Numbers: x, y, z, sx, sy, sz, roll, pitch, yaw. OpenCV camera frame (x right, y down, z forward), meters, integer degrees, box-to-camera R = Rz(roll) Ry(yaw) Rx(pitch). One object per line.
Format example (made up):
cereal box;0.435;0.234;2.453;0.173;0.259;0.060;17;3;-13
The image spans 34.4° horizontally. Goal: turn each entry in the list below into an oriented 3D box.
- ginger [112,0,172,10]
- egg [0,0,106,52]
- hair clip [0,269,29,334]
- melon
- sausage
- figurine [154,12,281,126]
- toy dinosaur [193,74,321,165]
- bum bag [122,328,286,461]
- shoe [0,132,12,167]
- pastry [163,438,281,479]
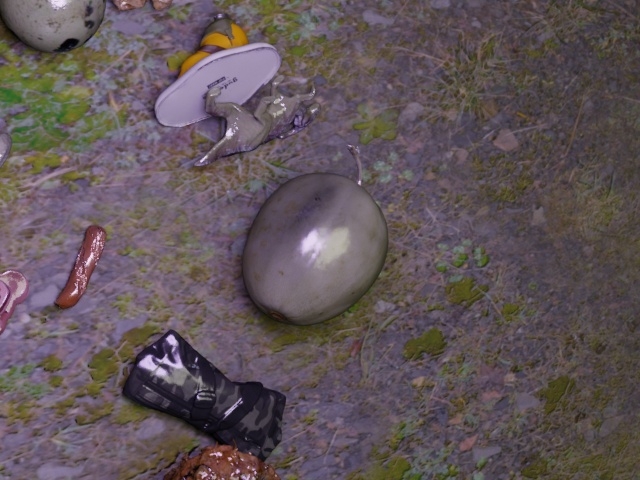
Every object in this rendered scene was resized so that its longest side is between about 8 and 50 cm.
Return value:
ginger;-0.357;-0.475;1.831;0.213;0.074;0.137;1;78;-36
egg;-0.448;-0.422;1.712;0.177;0.177;0.228;-7;78;-32
hair clip;-0.566;0.085;1.702;0.138;0.102;0.123;21;73;4
melon;-0.010;0.011;1.927;0.308;0.272;0.271;-32;105;-17
sausage;-0.413;0.048;1.797;0.036;0.042;0.157;61;50;-68
figurine;-0.212;-0.328;1.899;0.250;0.166;0.141;-25;67;-9
toy dinosaur;-0.109;-0.226;1.938;0.294;0.162;0.077;-15;54;-26
bum bag;-0.196;0.289;1.891;0.340;0.095;0.144;35;85;-25
shoe;-0.595;-0.103;1.659;0.112;0.099;0.227;40;64;-17
pastry;-0.192;0.482;1.846;0.275;0.193;0.274;-23;125;-37
